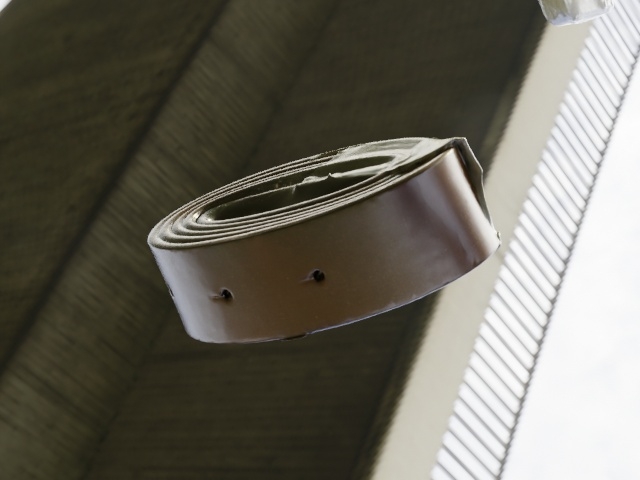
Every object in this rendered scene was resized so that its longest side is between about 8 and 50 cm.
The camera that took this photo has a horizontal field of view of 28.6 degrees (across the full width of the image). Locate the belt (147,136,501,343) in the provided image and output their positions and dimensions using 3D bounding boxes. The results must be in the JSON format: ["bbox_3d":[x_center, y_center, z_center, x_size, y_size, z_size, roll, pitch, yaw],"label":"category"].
[{"bbox_3d":[0.000,0.000,1.211,0.338,0.122,0.217,-13,-161,27],"label":"belt"}]

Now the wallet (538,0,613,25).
[{"bbox_3d":[0.202,-0.283,1.111,0.033,0.190,0.095,-17,-175,41],"label":"wallet"}]
